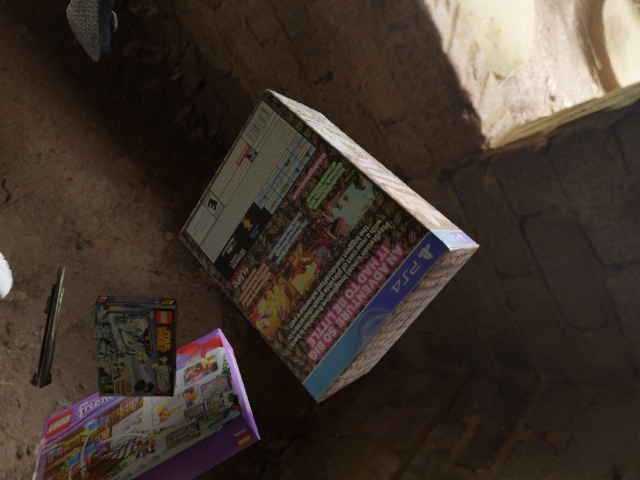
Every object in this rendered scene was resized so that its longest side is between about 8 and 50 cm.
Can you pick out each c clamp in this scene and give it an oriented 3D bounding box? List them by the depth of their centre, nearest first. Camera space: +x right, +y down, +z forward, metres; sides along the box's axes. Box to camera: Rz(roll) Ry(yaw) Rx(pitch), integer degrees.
[{"bbox_3d":[-0.317,0.105,0.543,0.022,0.137,0.161,13,38,-31],"label":"c clamp"}]

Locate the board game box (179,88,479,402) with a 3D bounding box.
[{"bbox_3d":[0.000,0.000,0.583,0.291,0.232,0.141,45,22,22],"label":"board game box"}]

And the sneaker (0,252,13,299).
[{"bbox_3d":[-0.644,0.024,0.722,0.297,0.110,0.130,44,26,-37],"label":"sneaker"}]

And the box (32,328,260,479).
[{"bbox_3d":[-0.246,0.265,0.645,0.293,0.201,0.057,-27,121,-8],"label":"box"}]

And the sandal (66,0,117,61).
[{"bbox_3d":[-0.377,-0.393,0.786,0.054,0.254,0.097,-38,100,-31],"label":"sandal"}]

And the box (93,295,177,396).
[{"bbox_3d":[-0.231,0.136,0.582,0.093,0.027,0.137,5,112,-11],"label":"box"}]
